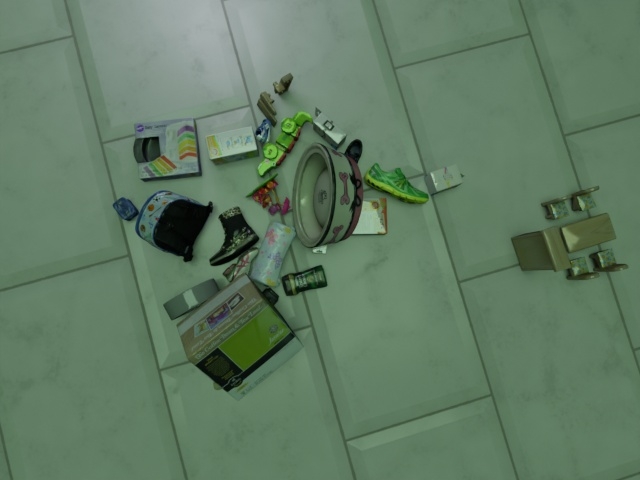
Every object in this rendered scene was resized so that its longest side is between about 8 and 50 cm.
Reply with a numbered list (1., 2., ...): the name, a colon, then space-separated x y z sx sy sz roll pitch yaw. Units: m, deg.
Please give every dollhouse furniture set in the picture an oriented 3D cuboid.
1. dollhouse furniture set: 1.058 -0.008 1.772 0.393 0.256 0.363 -17 87 -4
2. dollhouse furniture set: -0.167 -0.602 1.831 0.151 0.144 0.123 -37 93 -19

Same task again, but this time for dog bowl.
1. dog bowl: 0.026 -0.171 1.682 0.150 0.408 0.409 2 85 -24

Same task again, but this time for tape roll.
1. tape roll: -0.509 0.234 1.698 0.219 0.219 0.072 -29 89 -5

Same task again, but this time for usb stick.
1. usb stick: -0.290 0.318 1.788 0.077 0.045 0.278 43 84 -1

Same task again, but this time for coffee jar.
1. coffee jar: -0.069 0.171 1.794 0.184 0.079 0.096 -16 86 -3

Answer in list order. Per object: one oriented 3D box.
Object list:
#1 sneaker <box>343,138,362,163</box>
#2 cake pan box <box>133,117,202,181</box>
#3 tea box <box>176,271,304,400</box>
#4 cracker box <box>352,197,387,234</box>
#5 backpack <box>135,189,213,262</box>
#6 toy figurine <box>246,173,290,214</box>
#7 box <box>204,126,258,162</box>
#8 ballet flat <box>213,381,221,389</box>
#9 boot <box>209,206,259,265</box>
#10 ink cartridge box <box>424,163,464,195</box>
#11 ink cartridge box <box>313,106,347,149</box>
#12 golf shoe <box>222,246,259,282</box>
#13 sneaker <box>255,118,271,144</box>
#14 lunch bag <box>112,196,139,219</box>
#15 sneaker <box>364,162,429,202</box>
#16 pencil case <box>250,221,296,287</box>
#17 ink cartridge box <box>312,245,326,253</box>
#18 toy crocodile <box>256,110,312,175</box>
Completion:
1. sneaker: 0.117 -0.330 1.835 0.081 0.090 0.233 20 85 -1
2. cake pan box: -0.654 -0.387 1.816 0.266 0.070 0.246 -6 84 -3
3. tea box: -0.302 0.364 1.623 0.329 0.220 0.324 -38 127 -8
4. cracker box: 0.167 -0.101 1.832 0.232 0.067 0.156 0 85 -4
5. backpack: -0.599 -0.079 1.697 0.213 0.263 0.277 20 85 15
6. toy figurine: -0.206 -0.171 1.808 0.173 0.130 0.159 -33 98 17
7. box: -0.372 -0.399 1.805 0.203 0.114 0.103 -13 88 -4
8. ballet flat: -0.380 0.560 1.762 0.168 0.052 0.057 -40 90 -5
9. boot: -0.394 -0.016 1.797 0.236 0.085 0.179 -32 76 7
10. ink cartridge box: 0.543 -0.266 1.850 0.143 0.092 0.090 -19 86 -5
11. ink cartridge box: 0.025 -0.482 1.836 0.180 0.104 0.060 42 86 2
12. golf shoe: -0.321 0.106 1.796 0.186 0.067 0.086 -43 93 4
13. sneaker: -0.246 -0.474 1.820 0.059 0.053 0.144 16 49 -24
14. lunch bag: -0.818 -0.129 1.788 0.067 0.065 0.098 -41 88 -5
15. sneaker: 0.339 -0.246 1.830 0.295 0.109 0.124 25 89 0
16. pencil case: -0.197 0.059 1.777 0.124 0.113 0.273 15 83 21
17. ink cartridge box: 0.000 0.000 1.835 0.062 0.029 0.115 6 86 -3
18. toy crocodile: -0.158 -0.410 1.816 0.105 0.115 0.341 34 85 0
